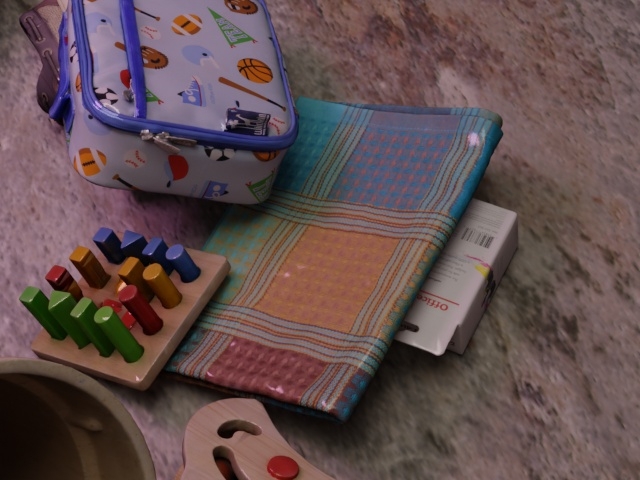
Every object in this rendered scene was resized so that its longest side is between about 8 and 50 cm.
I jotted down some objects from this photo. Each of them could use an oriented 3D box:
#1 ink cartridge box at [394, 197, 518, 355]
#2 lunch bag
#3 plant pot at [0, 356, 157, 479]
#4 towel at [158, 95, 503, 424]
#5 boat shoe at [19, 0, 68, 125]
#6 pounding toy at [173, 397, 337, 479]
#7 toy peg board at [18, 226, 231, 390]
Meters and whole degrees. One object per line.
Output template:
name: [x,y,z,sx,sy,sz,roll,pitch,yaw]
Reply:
ink cartridge box: [0.115,0.041,1.391,0.104,0.062,0.181,20,60,21]
lunch bag: [-0.158,-0.167,1.448,0.243,0.115,0.303,9,40,-22]
plant pot: [-0.357,0.223,1.155,0.305,0.334,0.334,15,56,44]
towel: [0.000,0.000,1.400,0.271,0.040,0.370,9,56,36]
boat shoe: [-0.272,-0.169,1.565,0.092,0.103,0.285,-25,57,2]
pounding toy: [-0.069,0.254,1.266,0.269,0.155,0.154,21,32,10]
toy peg board: [-0.204,0.047,1.389,0.161,0.079,0.161,12,57,37]
